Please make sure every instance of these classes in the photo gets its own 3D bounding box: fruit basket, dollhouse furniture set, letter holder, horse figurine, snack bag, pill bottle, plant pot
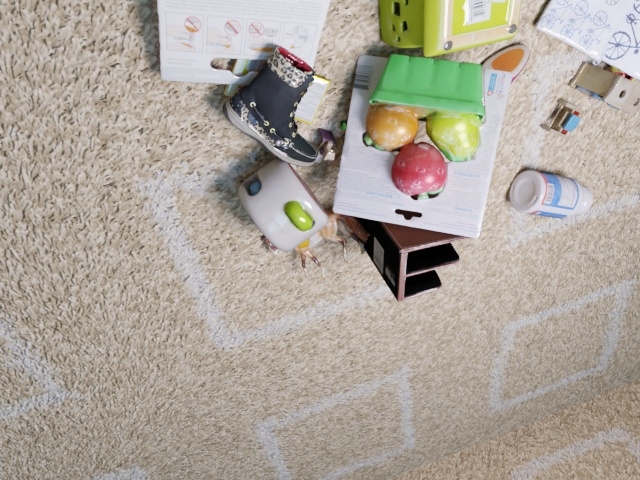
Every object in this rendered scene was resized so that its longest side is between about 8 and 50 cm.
[{"bbox_3d":[0.214,-0.207,1.050,0.327,0.165,0.353,10,101,12],"label":"fruit basket"},{"bbox_3d":[0.037,-0.194,1.141,0.114,0.091,0.081,8,137,-29],"label":"dollhouse furniture set"},{"bbox_3d":[0.226,-0.027,1.183,0.214,0.302,0.152,-13,128,-12],"label":"letter holder"},{"bbox_3d":[0.707,-0.336,1.250,0.129,0.129,0.183,12,119,-28],"label":"dollhouse furniture set"},{"bbox_3d":[0.000,0.000,1.223,0.263,0.066,0.174,-28,101,25],"label":"horse figurine"},{"bbox_3d":[0.714,-0.556,1.083,0.342,0.037,0.323,23,114,-11],"label":"snack bag"},{"bbox_3d":[0.671,-0.128,1.394,0.221,0.124,0.124,6,122,-25],"label":"pill bottle"},{"bbox_3d":[0.254,-0.485,0.920,0.227,0.207,0.228,-15,130,-10],"label":"plant pot"}]

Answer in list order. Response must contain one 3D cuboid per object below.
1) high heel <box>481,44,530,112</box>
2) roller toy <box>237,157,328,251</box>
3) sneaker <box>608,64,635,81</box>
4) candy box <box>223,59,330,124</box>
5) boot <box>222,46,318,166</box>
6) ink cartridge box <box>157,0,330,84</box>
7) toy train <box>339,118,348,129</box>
[{"bbox_3d":[0.411,-0.358,1.173,0.244,0.082,0.117,-50,156,2],"label":"high heel"},{"bbox_3d":[-0.089,-0.077,1.101,0.146,0.191,0.209,-36,168,6],"label":"roller toy"},{"bbox_3d":[0.763,-0.465,1.211,0.208,0.081,0.094,27,119,-32],"label":"sneaker"},{"bbox_3d":[-0.090,-0.326,1.021,0.206,0.027,0.105,13,123,-28],"label":"candy box"},{"bbox_3d":[-0.058,-0.266,0.995,0.236,0.085,0.178,28,124,-32],"label":"boot"},{"bbox_3d":[-0.134,-0.468,0.857,0.308,0.091,0.385,-4,141,-19],"label":"ink cartridge box"},{"bbox_3d":[0.085,-0.276,1.131,0.083,0.017,0.023,-14,138,-11],"label":"toy train"}]
